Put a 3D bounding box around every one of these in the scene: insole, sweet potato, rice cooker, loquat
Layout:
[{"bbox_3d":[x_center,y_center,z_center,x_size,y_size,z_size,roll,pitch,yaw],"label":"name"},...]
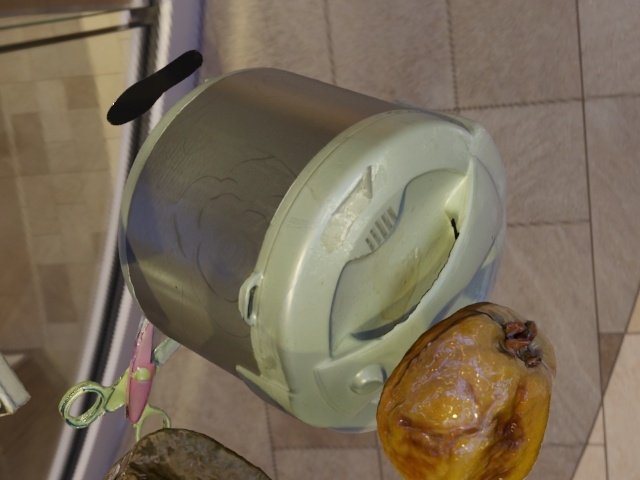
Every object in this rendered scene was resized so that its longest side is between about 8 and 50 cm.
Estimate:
[{"bbox_3d":[-0.270,-0.249,1.810,0.188,0.064,0.004,-36,54,-1],"label":"insole"},{"bbox_3d":[-0.118,0.243,0.799,0.158,0.158,0.369,40,144,1],"label":"sweet potato"},{"bbox_3d":[0.003,0.002,0.952,0.277,0.288,0.288,22,112,39],"label":"rice cooker"},{"bbox_3d":[0.100,0.106,0.735,0.113,0.137,0.137,34,111,17],"label":"loquat"}]

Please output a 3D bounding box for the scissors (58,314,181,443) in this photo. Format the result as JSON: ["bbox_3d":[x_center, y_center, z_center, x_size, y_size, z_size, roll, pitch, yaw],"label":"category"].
[{"bbox_3d":[-0.206,0.153,1.270,0.133,0.020,0.187,24,107,-17],"label":"scissors"}]

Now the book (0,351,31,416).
[{"bbox_3d":[-0.374,-0.015,0.742,0.262,0.028,0.374,-20,108,39],"label":"book"}]
